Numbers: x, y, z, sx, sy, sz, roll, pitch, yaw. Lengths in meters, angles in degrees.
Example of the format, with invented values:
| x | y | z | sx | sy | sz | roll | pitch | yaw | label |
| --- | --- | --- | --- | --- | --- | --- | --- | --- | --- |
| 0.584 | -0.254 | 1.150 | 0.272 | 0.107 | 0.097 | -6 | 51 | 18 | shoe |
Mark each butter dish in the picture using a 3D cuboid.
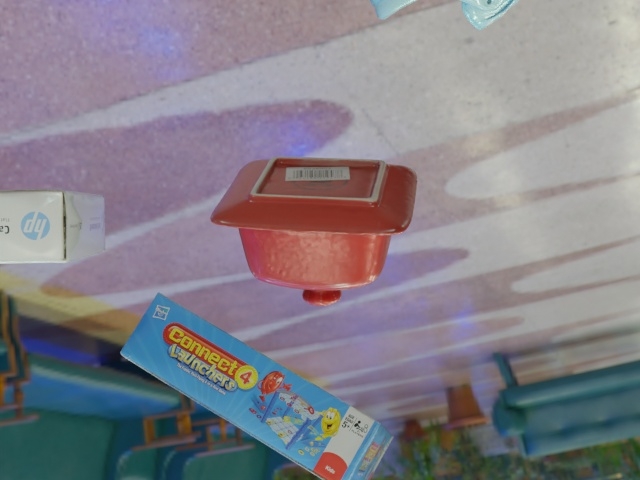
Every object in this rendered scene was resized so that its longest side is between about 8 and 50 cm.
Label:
| x | y | z | sx | sy | sz | roll | pitch | yaw | label |
| --- | --- | --- | --- | --- | --- | --- | --- | --- | --- |
| 0.000 | 0.000 | 0.834 | 0.160 | 0.118 | 0.160 | 2 | -156 | 8 | butter dish |

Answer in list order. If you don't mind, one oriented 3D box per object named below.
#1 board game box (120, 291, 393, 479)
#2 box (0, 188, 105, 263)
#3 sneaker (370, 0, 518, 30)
| x | y | z | sx | sy | sz | roll | pitch | yaw | label |
| --- | --- | --- | --- | --- | --- | --- | --- | --- | --- |
| -0.065 | 0.201 | 1.236 | 0.302 | 0.086 | 0.308 | 29 | 171 | 12 | board game box |
| -0.216 | -0.007 | 0.513 | 0.186 | 0.038 | 0.145 | -2 | -178 | -6 | box |
| 0.230 | -0.339 | 1.198 | 0.366 | 0.150 | 0.135 | -1 | -161 | 16 | sneaker |
